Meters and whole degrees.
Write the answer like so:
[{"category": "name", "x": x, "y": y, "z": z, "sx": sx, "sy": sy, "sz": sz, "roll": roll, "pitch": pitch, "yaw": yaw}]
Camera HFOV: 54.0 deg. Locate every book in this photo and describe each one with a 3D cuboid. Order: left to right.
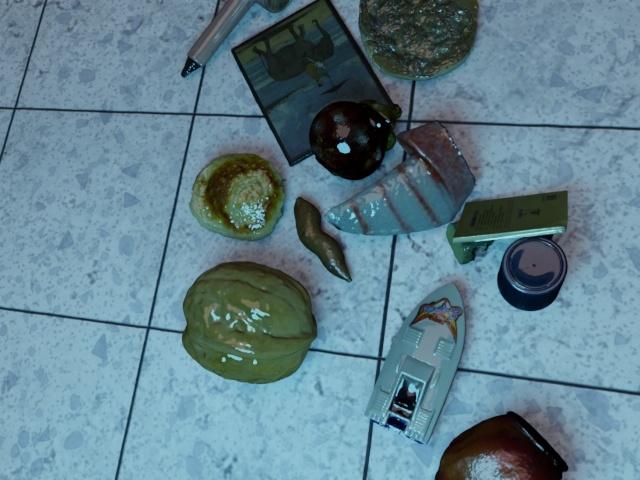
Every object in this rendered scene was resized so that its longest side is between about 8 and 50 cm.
[{"category": "book", "x": 0.346, "y": -0.046, "z": 1.136, "sx": 0.192, "sy": 0.168, "sz": 0.013, "roll": -6, "pitch": 114, "yaw": 25}]

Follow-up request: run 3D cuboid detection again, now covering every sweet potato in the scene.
[{"category": "sweet potato", "x": -0.003, "y": 0.001, "z": 1.274, "sx": 0.065, "sy": 0.051, "sz": 0.218, "roll": -31, "pitch": 69, "yaw": 1}]

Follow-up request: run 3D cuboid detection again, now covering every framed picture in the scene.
[{"category": "framed picture", "x": -0.024, "y": -0.364, "z": 1.404, "sx": 0.265, "sy": 0.016, "sz": 0.347, "roll": -28, "pitch": 70, "yaw": 4}]

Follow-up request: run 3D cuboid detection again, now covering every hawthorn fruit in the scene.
[{"category": "hawthorn fruit", "x": 0.275, "y": 0.387, "z": 1.032, "sx": 0.251, "sy": 0.189, "sz": 0.189, "roll": -19, "pitch": 71, "yaw": 16}]

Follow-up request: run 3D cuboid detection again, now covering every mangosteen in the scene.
[{"category": "mangosteen", "x": 0.067, "y": -0.210, "z": 1.252, "sx": 0.184, "sy": 0.172, "sz": 0.172, "roll": -40, "pitch": 68, "yaw": 24}]

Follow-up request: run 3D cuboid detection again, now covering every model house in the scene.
[{"category": "model house", "x": 0.295, "y": -0.004, "z": 1.205, "sx": 0.083, "sy": 0.066, "sz": 0.078, "roll": -16, "pitch": 59, "yaw": -9}]

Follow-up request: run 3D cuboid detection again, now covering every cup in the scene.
[{"category": "cup", "x": 0.374, "y": 0.042, "z": 1.122, "sx": 0.113, "sy": 0.138, "sz": 0.150, "roll": -7, "pitch": 73, "yaw": 12}]

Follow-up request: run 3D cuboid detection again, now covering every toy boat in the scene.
[{"category": "toy boat", "x": 0.150, "y": -0.085, "z": 1.212, "sx": 0.282, "sy": 0.096, "sz": 0.206, "roll": -33, "pitch": 107, "yaw": -5}, {"category": "toy boat", "x": 0.188, "y": 0.212, "z": 1.147, "sx": 0.129, "sy": 0.088, "sz": 0.295, "roll": 21, "pitch": 81, "yaw": 18}]

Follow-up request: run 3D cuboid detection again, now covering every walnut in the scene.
[{"category": "walnut", "x": -0.128, "y": 0.154, "z": 1.182, "sx": 0.257, "sy": 0.257, "sz": 0.224, "roll": 12, "pitch": 110, "yaw": 17}]

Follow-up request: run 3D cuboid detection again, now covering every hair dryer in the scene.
[{"category": "hair dryer", "x": -0.229, "y": -0.528, "z": 1.465, "sx": 0.189, "sy": 0.107, "sz": 0.344, "roll": 41, "pitch": 93, "yaw": 21}]

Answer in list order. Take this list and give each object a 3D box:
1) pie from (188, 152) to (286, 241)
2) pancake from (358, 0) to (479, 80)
[{"category": "pie", "x": -0.174, "y": -0.095, "z": 1.327, "sx": 0.205, "sy": 0.084, "sz": 0.178, "roll": 17, "pitch": 79, "yaw": 15}, {"category": "pancake", "x": 0.209, "y": -0.471, "z": 1.358, "sx": 0.282, "sy": 0.049, "sz": 0.282, "roll": -3, "pitch": 75, "yaw": 12}]
